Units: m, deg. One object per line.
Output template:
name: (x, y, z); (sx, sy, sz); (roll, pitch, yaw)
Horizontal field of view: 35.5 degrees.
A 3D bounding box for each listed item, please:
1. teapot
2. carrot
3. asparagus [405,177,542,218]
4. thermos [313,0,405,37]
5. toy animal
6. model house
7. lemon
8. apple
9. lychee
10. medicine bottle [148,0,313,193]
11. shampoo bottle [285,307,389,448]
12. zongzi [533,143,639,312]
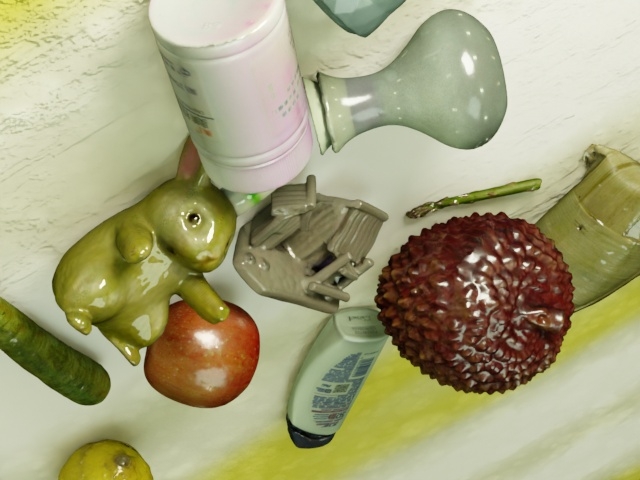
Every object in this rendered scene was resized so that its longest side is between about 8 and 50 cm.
teapot: (0.108, -0.190, 1.296); (0.250, 0.183, 0.183); (-14, 144, 1)
carrot: (-0.425, 0.157, 1.480); (0.074, 0.074, 0.358); (-30, 143, 5)
asparagus: (0.255, -0.071, 1.647); (0.248, 0.025, 0.024); (-13, -175, -17)
thermos: (0.107, -0.365, 1.100); (0.286, 0.145, 0.182); (-40, 172, 16)
toy animal: (-0.194, 0.004, 1.337); (0.363, 0.180, 0.181); (-36, 138, 11)
model house: (-0.006, -0.002, 1.491); (0.188, 0.122, 0.229); (-44, 139, 22)
lemon: (-0.384, 0.448, 1.781); (0.180, 0.181, 0.193); (-16, 166, -13)
apple: (-0.185, 0.174, 1.564); (0.168, 0.181, 0.181); (15, 132, -14)
lychee: (0.252, 0.100, 1.617); (0.306, 0.330, 0.306); (-6, 100, -37)
medicine bottle: (-0.097, -0.187, 1.178); (0.152, 0.152, 0.254); (-21, 144, -7)
shampoo bottle: (0.014, 0.268, 1.877); (0.134, 0.078, 0.359); (-2, 138, -24)
zongzi: (0.500, 0.050, 1.825); (0.418, 0.181, 0.447); (11, 133, -41)
